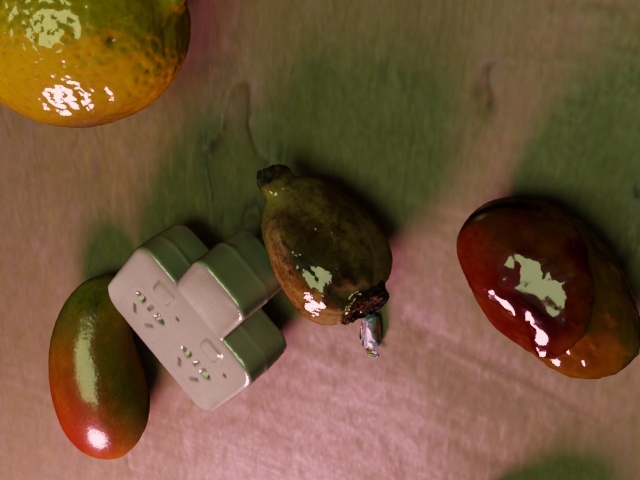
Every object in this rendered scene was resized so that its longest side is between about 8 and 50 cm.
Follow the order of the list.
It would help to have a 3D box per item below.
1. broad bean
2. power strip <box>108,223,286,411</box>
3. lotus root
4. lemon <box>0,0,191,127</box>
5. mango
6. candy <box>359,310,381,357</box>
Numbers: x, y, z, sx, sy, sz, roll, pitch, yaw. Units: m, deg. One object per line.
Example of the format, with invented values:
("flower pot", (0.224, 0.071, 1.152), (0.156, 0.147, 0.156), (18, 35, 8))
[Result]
("broad bean", (0.242, 0.055, 0.940), (0.156, 0.122, 0.228), (-36, 90, 33))
("power strip", (-0.136, 0.075, 1.164), (0.229, 0.141, 0.261), (49, 139, 1))
("lotus root", (0.000, 0.000, 1.040), (0.138, 0.138, 0.214), (-33, 87, 35))
("lemon", (-0.277, -0.251, 1.000), (0.267, 0.267, 0.267), (11, 117, 23))
("mango", (-0.330, 0.193, 1.306), (0.146, 0.129, 0.289), (1, 104, 29))
("candy", (0.062, 0.112, 1.122), (0.030, 0.020, 0.083), (11, 119, 23))
